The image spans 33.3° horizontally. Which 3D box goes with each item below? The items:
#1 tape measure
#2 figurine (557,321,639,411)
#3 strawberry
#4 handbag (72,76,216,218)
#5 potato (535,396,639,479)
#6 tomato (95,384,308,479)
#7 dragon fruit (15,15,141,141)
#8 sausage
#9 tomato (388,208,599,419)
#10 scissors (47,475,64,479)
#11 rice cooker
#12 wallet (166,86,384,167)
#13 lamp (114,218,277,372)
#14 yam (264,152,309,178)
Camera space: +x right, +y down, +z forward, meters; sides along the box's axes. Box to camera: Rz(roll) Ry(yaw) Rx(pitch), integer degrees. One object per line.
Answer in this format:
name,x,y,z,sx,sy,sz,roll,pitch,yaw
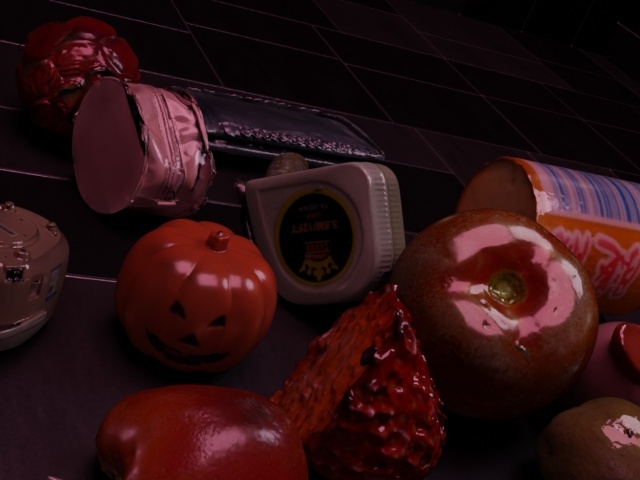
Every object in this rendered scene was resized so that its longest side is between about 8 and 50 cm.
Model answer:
tape measure,0.000,0.000,1.463,0.235,0.207,0.115,-8,0,33
figurine,0.399,0.192,1.426,0.173,0.173,0.173,18,26,-9
strawberry,0.066,0.176,1.164,0.178,0.234,0.234,39,22,-15
handbag,-0.250,-0.126,1.497,0.116,0.179,0.205,2,62,-45
potato,0.357,0.278,1.275,0.157,0.157,0.194,-7,52,-46
tomato,-0.098,0.207,1.015,0.200,0.139,0.233,16,26,-37
dragon fruit,-0.369,-0.249,1.646,0.192,0.193,0.274,-12,33,-8
sausage,0.389,-0.004,1.724,0.287,0.233,0.233,9,29,-28
tomato,0.212,0.102,1.372,0.270,0.222,0.270,3,62,-6
scissors,-0.201,0.246,1.007,0.119,0.014,0.058,22,25,-10
rice cooker,-0.355,0.037,1.157,0.145,0.127,0.206,25,17,6
wallet,-0.085,-0.192,1.882,0.342,0.075,0.237,6,24,-27
lamp,-0.141,0.056,1.249,0.187,0.164,0.187,20,28,-11
yam,-0.056,-0.082,1.685,0.078,0.078,0.179,20,26,-6
